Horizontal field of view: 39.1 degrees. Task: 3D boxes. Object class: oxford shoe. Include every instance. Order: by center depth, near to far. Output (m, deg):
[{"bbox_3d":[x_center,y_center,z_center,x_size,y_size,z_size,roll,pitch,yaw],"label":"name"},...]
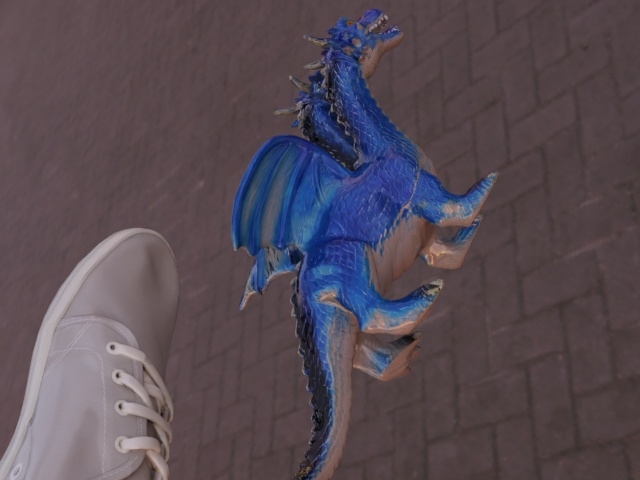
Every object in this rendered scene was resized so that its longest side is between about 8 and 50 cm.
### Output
[{"bbox_3d":[-0.183,0.165,0.779,0.130,0.169,0.449,-12,40,23],"label":"oxford shoe"}]

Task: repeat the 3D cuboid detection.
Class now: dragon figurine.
[{"bbox_3d":[0.000,0.000,0.483,0.289,0.144,0.085,-60,-13,-27],"label":"dragon figurine"}]
